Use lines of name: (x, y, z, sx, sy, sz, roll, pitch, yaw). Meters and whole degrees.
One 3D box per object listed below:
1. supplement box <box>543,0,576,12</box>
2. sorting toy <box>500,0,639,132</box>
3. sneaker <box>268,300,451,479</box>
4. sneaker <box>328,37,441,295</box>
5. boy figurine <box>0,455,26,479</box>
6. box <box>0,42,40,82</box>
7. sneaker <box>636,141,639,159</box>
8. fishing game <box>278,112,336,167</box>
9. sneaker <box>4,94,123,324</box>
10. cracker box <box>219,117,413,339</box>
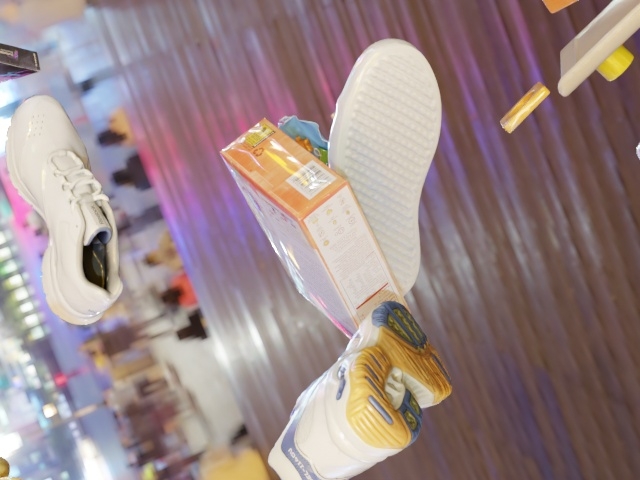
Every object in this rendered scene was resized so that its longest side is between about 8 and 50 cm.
supplement box: (0.357, -0.412, 1.866, 0.080, 0.233, 0.078, -25, 114, 38)
sorting toy: (0.329, -0.229, 1.424, 0.047, 0.348, 0.196, 43, -157, -5)
sneaker: (0.032, 0.143, 1.242, 0.112, 0.131, 0.296, 54, -162, 4)
sneaker: (0.053, -0.098, 1.656, 0.150, 0.135, 0.366, -122, 30, -49)
boy figurine: (-0.410, 0.386, 1.755, 0.285, 0.177, 0.092, 44, -164, 34)
box: (-0.427, -0.197, 1.571, 0.116, 0.162, 0.029, 2, -102, -68)
sneaker: (0.602, -0.091, 2.113, 0.305, 0.152, 0.114, 29, 158, 48)
fishing game: (-0.009, -0.099, 1.981, 0.189, 0.041, 0.264, 55, 152, -9)
sneaker: (-0.306, -0.046, 1.692, 0.129, 0.111, 0.297, -18, 90, 55)
cracker box: (0.000, 0.000, 1.397, 0.156, 0.067, 0.232, 40, 163, 44)
